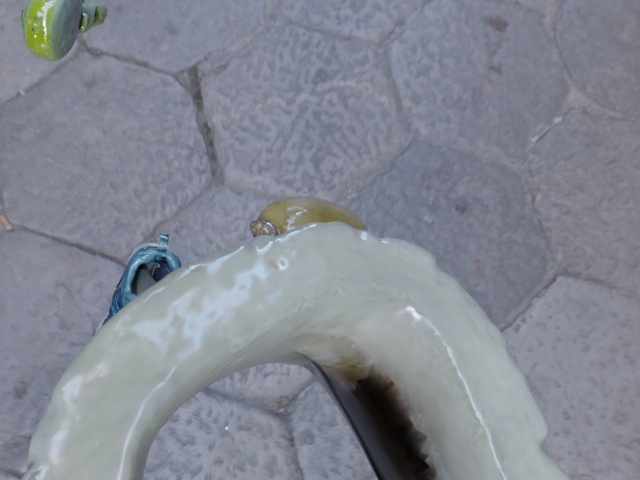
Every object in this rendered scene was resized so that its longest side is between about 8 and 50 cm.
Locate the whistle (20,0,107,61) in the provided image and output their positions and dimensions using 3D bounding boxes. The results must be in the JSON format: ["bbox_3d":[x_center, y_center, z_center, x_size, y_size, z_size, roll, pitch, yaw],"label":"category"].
[{"bbox_3d":[-0.355,-0.313,0.998,0.057,0.198,0.104,19,114,-3],"label":"whistle"}]

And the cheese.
[{"bbox_3d":[-0.002,0.171,0.412,0.292,0.153,0.332,-24,79,-29],"label":"cheese"}]

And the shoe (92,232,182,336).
[{"bbox_3d":[-0.173,0.064,0.693,0.064,0.071,0.143,24,66,-17],"label":"shoe"}]

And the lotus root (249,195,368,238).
[{"bbox_3d":[0.001,-0.003,1.257,0.131,0.303,0.146,-37,59,26],"label":"lotus root"}]
